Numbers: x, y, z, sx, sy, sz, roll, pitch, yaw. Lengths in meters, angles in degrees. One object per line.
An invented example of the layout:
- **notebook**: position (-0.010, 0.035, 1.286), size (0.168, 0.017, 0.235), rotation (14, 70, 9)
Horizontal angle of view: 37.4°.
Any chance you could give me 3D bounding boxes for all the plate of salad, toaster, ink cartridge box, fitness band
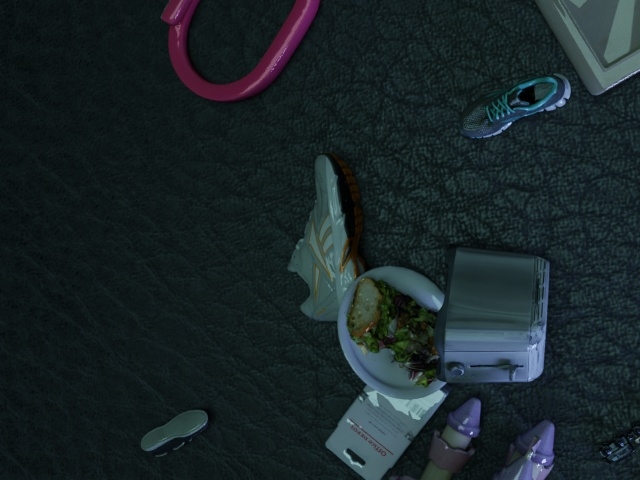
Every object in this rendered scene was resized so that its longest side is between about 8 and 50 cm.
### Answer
- **plate of salad**: position (0.120, 0.128, 1.362), size (0.200, 0.048, 0.199), rotation (9, 66, -21)
- **toaster**: position (0.241, 0.098, 1.318), size (0.146, 0.227, 0.129), rotation (4, 134, 12)
- **ink cartridge box**: position (0.101, 0.264, 1.421), size (0.104, 0.060, 0.180), rotation (38, 101, 12)
- **fitness band**: position (-0.124, -0.355, 1.474), size (0.209, 0.054, 0.291), rotation (35, 102, 10)

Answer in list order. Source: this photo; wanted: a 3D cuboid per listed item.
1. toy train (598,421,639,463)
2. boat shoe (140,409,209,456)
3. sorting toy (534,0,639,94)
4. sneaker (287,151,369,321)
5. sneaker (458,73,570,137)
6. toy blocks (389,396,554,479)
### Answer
- **toy train**: position (0.465, 0.267, 1.332), size (0.158, 0.027, 0.036), rotation (-37, 85, 15)
- **boat shoe**: position (-0.230, 0.315, 1.532), size (0.125, 0.038, 0.046), rotation (-29, 42, 10)
- **sorting toy**: position (0.423, -0.324, 1.316), size (0.196, 0.047, 0.347), rotation (-31, 83, 20)
- **sneaker**: position (0.000, 0.000, 1.426), size (0.121, 0.099, 0.262), rotation (-7, 89, 21)
- **sneaker**: position (0.271, -0.197, 1.347), size (0.166, 0.076, 0.065), rotation (-25, 84, 16)
- **toy blocks**: position (0.266, 0.348, 1.257), size (0.309, 0.288, 0.260), rotation (28, 105, 17)
